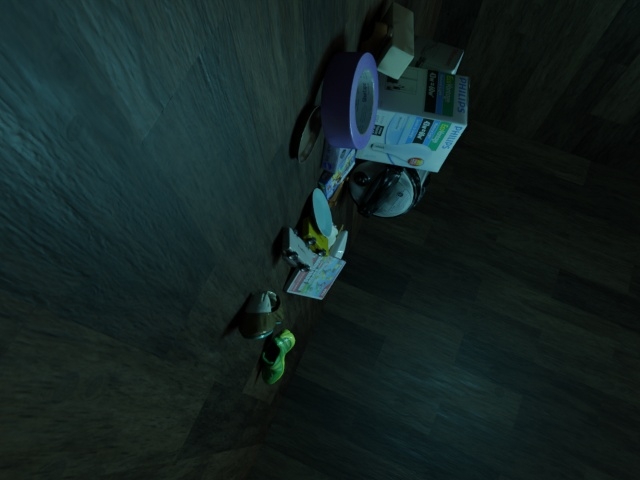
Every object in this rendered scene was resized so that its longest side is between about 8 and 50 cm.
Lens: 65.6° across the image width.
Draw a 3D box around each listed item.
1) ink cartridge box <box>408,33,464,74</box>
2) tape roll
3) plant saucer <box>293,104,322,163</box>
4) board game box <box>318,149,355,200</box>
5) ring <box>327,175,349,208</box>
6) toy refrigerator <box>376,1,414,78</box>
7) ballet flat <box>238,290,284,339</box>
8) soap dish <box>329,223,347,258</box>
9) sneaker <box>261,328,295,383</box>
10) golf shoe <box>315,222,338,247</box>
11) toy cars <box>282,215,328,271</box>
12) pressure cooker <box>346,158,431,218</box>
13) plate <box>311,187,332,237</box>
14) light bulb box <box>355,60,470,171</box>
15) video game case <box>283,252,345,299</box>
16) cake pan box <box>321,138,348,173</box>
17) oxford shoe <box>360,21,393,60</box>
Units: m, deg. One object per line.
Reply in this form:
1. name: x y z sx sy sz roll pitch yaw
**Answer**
1. ink cartridge box: 0.396 -0.721 2.010 0.129 0.307 0.223 102 14 -45
2. tape roll: 0.092 -0.410 1.463 0.274 0.090 0.275 10 90 -70
3. plant saucer: -0.038 -0.300 1.393 0.168 0.029 0.169 21 90 -81
4. board game box: 0.066 -0.264 1.917 0.201 0.035 0.136 -54 165 -16
5. ring: 0.086 -0.275 2.139 0.336 0.032 0.337 23 90 -81
6. toy refrigerator: 0.257 -0.677 1.680 0.102 0.094 0.270 129 -26 -49
7. ballet flat: -0.183 0.225 1.592 0.342 0.116 0.124 0 91 -80
8. soap dish: 0.020 0.085 2.328 0.229 0.118 0.291 94 20 -61
9. sneaker: -0.209 0.500 2.122 0.123 0.109 0.296 -15 134 -46
10. golf shoe: 0.000 0.000 2.053 0.140 0.115 0.306 -62 168 -14
11. toy cars: -0.067 0.016 1.756 0.393 0.087 0.177 -37 112 -69
12. pressure cooker: 0.323 -0.311 2.400 0.420 0.375 0.370 -58 138 -45
13. plate: 0.000 -0.101 1.850 0.188 0.024 0.188 -12 90 -70
14. light bulb box: 0.343 -0.468 1.925 0.358 0.360 0.226 101 -2 -69
15. video game case: -0.019 0.145 2.087 0.204 0.025 0.285 -58 148 6
16. cake pan box: 0.092 -0.410 1.756 0.246 0.070 0.267 103 13 -54
17. oxford shoe: 0.157 -0.628 1.643 0.076 0.075 0.212 -92 -155 -43
